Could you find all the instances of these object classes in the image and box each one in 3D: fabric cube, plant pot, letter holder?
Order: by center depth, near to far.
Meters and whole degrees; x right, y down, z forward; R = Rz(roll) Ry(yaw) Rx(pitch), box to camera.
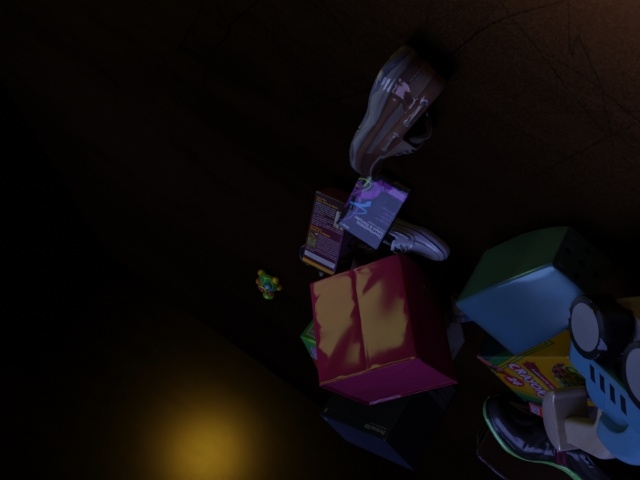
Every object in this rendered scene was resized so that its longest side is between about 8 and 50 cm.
[{"bbox_3d":[0.415,0.081,1.152,0.165,0.165,0.234,39,148,-2],"label":"plant pot"},{"bbox_3d":[0.152,0.223,1.458,0.259,0.258,0.254,-21,146,23],"label":"fabric cube"},{"bbox_3d":[0.615,0.654,1.791,0.301,0.214,0.152,32,155,14],"label":"letter holder"}]

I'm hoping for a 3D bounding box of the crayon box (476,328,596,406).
[{"bbox_3d":[0.546,0.291,1.379,0.202,0.081,0.318,42,151,-19],"label":"crayon box"}]

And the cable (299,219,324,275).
[{"bbox_3d":[0.000,0.000,1.738,0.139,0.072,0.287,30,143,28],"label":"cable"}]

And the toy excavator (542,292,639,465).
[{"bbox_3d":[0.538,0.287,1.059,0.433,0.222,0.446,-114,21,-66],"label":"toy excavator"}]

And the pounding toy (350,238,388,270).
[{"bbox_3d":[0.111,0.033,1.580,0.181,0.094,0.206,47,146,-7],"label":"pounding toy"}]

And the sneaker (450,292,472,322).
[{"bbox_3d":[0.381,0.146,1.426,0.190,0.071,0.083,-14,92,47],"label":"sneaker"}]

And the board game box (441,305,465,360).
[{"bbox_3d":[0.242,0.247,1.692,0.275,0.144,0.142,18,148,36],"label":"board game box"}]

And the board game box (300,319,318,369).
[{"bbox_3d":[0.067,0.301,1.916,0.064,0.242,0.317,23,152,31],"label":"board game box"}]

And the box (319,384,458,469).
[{"bbox_3d":[0.225,0.544,2.028,0.343,0.313,0.179,1,137,54],"label":"box"}]

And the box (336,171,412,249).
[{"bbox_3d":[0.117,-0.074,1.347,0.116,0.029,0.162,33,121,12],"label":"box"}]

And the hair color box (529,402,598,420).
[{"bbox_3d":[0.626,0.420,1.518,0.167,0.093,0.053,18,148,38],"label":"hair color box"}]

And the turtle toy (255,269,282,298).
[{"bbox_3d":[-0.199,0.173,2.278,0.095,0.066,0.130,25,152,28],"label":"turtle toy"}]

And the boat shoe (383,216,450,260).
[{"bbox_3d":[0.190,-0.001,1.417,0.226,0.076,0.083,29,154,21],"label":"boat shoe"}]

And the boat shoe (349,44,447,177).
[{"bbox_3d":[0.137,-0.202,1.092,0.116,0.123,0.324,33,157,7],"label":"boat shoe"}]

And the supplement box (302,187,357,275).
[{"bbox_3d":[0.033,-0.023,1.478,0.104,0.080,0.188,25,115,29],"label":"supplement box"}]

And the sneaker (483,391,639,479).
[{"bbox_3d":[0.671,0.532,1.606,0.482,0.185,0.202,27,136,17],"label":"sneaker"}]
